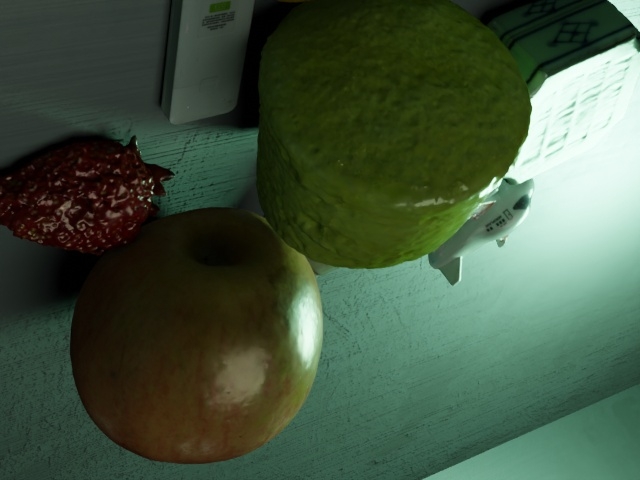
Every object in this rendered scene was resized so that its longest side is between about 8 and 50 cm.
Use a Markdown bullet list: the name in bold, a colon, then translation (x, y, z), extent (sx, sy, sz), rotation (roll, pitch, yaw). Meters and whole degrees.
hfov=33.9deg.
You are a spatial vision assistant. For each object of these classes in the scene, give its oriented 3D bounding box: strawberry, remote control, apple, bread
- **strawberry**: translation (-0.309, -0.053, 1.333), extent (0.228, 0.098, 0.174), rotation (4, 132, -49)
- **remote control**: translation (-0.137, -0.249, 1.284), extent (0.103, 0.034, 0.250), rotation (-18, 146, -27)
- **apple**: translation (-0.169, 0.127, 1.484), extent (0.364, 0.364, 0.364), rotation (-25, 149, -16)
- **bread**: translation (0.069, -0.136, 1.387), extent (0.348, 0.348, 0.307), rotation (-19, 158, -26)

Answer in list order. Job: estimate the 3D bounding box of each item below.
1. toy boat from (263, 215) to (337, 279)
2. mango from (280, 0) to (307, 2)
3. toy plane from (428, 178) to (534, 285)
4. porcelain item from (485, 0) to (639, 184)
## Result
- **toy boat**: translation (0.021, -0.021, 1.719), extent (0.294, 0.111, 0.276), rotation (-21, 142, -5)
- **mango**: translation (0.031, -0.374, 1.191), extent (0.317, 0.119, 0.176), rotation (-39, 157, -21)
- **toy plane**: translation (0.299, -0.035, 1.963), extent (0.252, 0.118, 0.252), rotation (-28, 150, -18)
- **porcelain item**: translation (0.354, -0.246, 1.662), extent (0.281, 0.157, 0.286), rotation (-27, 149, -17)
